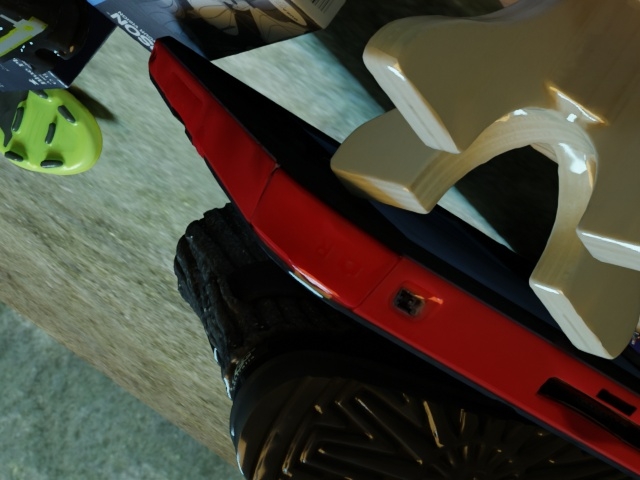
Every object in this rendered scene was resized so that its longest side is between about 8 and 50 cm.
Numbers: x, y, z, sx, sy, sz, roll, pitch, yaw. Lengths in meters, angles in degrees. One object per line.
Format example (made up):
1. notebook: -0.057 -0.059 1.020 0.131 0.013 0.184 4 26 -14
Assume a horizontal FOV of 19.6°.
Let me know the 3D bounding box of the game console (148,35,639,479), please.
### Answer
1. game console: 0.078 0.010 1.227 0.387 0.060 0.342 31 -167 -29

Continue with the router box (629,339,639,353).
1. router box: 0.260 0.173 1.564 0.335 0.082 0.301 31 164 13

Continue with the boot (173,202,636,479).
1. boot: 0.068 0.102 1.313 0.348 0.131 0.260 26 -162 -23

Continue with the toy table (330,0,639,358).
1. toy table: 0.136 -0.068 0.965 0.274 0.161 0.252 44 162 -28

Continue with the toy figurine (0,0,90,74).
1. toy figurine: -0.200 -0.221 1.056 0.148 0.213 0.209 26 -174 -40

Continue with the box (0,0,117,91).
1. box: -0.262 -0.203 1.497 0.156 0.093 0.158 42 164 -24

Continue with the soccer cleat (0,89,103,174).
1. soccer cleat: -0.311 -0.131 1.870 0.289 0.093 0.121 17 -172 36

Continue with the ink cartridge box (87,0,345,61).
1. ink cartridge box: -0.109 -0.196 1.263 0.165 0.065 0.333 39 165 -18

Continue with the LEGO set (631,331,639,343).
1. LEGO set: 0.221 0.073 1.413 0.083 0.023 0.054 24 -169 33
